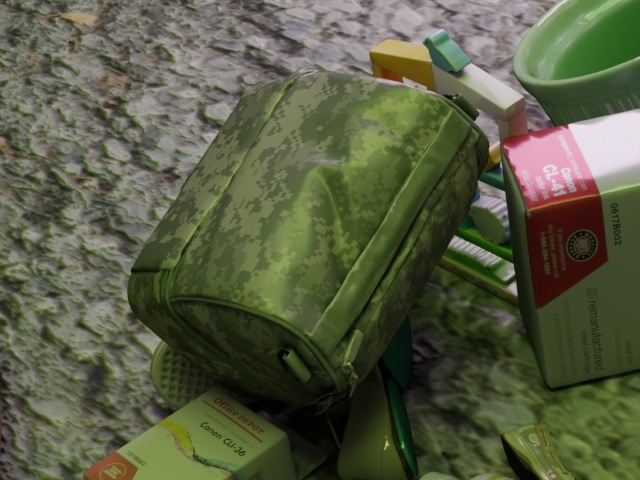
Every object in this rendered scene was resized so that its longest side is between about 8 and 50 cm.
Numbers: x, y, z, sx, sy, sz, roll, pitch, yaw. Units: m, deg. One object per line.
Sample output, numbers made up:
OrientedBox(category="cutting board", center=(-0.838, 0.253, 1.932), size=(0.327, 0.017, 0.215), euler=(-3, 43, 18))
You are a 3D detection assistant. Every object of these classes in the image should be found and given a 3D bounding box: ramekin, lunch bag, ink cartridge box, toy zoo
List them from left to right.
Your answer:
OrientedBox(category="ink cartridge box", center=(-0.103, 0.209, 1.792), size=(0.198, 0.067, 0.115), euler=(-33, 40, -27))
OrientedBox(category="lunch bag", center=(0.000, 0.000, 1.773), size=(0.305, 0.212, 0.256), euler=(-57, 22, -20))
OrientedBox(category="toy zoo", center=(0.136, -0.083, 1.929), size=(0.030, 0.293, 0.192), euler=(-33, 40, -27))
OrientedBox(category="ramekin", center=(0.372, -0.193, 2.067), size=(0.303, 0.148, 0.303), euler=(-27, 21, 12))
OrientedBox(category="ink cartridge box", center=(0.337, -0.008, 1.829), size=(0.306, 0.226, 0.131), euler=(-12, 36, 1))

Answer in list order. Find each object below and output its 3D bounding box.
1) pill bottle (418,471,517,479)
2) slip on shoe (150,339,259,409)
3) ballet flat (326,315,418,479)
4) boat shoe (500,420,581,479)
OrientedBox(category="pill bottle", center=(0.164, 0.255, 1.623), size=(0.184, 0.103, 0.103), euler=(14, 43, 32))
OrientedBox(category="slip on shoe", center=(-0.036, 0.064, 1.953), size=(0.331, 0.123, 0.101), euler=(-38, 11, -25))
OrientedBox(category="ballet flat", center=(0.044, 0.140, 1.840), size=(0.086, 0.086, 0.248), euler=(-7, 36, 6))
OrientedBox(category="boat shoe", center=(0.211, 0.210, 1.714), size=(0.048, 0.056, 0.153), euler=(-24, 30, -9))
